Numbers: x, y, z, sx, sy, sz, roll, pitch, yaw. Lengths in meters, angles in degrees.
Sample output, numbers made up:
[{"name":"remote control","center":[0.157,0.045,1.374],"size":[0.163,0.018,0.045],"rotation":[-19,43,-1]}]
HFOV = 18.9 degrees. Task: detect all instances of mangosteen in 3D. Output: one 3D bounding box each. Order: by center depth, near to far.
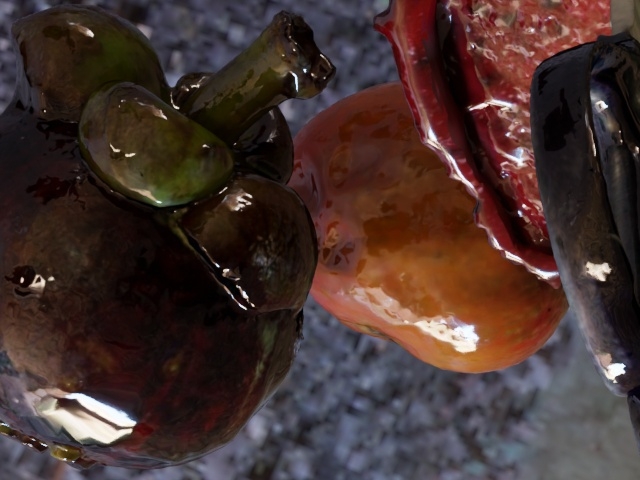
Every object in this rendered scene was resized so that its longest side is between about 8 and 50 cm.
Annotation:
[{"name":"mangosteen","center":[-0.080,0.000,0.765],"size":[0.172,0.172,0.184],"rotation":[7,88,-59]}]

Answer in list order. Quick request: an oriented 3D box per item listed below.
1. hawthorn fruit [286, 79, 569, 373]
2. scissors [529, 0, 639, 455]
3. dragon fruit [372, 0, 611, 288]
[{"name":"hawthorn fruit","center":[0.000,0.000,1.035],"size":[0.165,0.285,0.165],"rotation":[-9,90,-78]},{"name":"scissors","center":[0.085,-0.048,0.502],"size":[0.109,0.022,0.300],"rotation":[60,24,-28]},{"name":"dragon fruit","center":[0.092,-0.082,0.714],"size":[0.161,0.120,0.127],"rotation":[-62,176,36]}]
